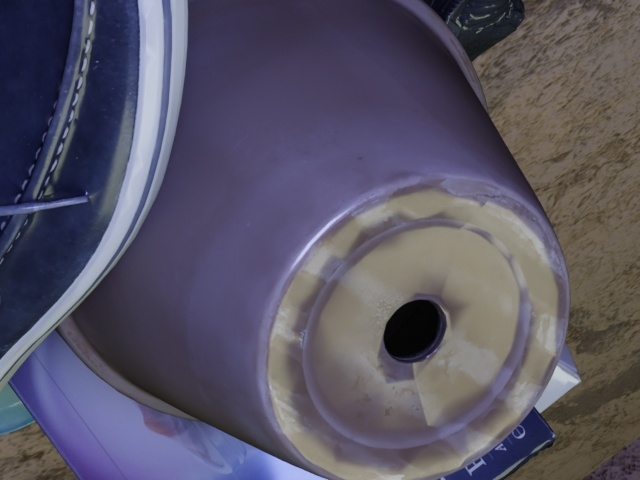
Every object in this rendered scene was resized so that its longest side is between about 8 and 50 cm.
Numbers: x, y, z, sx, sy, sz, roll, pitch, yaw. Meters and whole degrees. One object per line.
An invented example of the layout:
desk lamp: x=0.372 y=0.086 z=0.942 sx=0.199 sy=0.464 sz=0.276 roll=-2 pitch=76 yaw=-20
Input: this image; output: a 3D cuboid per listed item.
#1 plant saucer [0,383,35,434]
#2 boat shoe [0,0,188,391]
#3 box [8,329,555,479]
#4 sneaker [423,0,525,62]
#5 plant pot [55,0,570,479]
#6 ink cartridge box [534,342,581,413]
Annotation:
plant saucer: x=-0.244 y=0.117 z=1.586 sx=0.119 sy=0.021 sz=0.119 roll=-28 pitch=156 yaw=-13
boat shoe: x=-0.229 y=-0.017 z=1.108 sx=0.156 sy=0.187 sz=0.500 roll=-4 pitch=141 yaw=-44
box: x=-0.032 y=0.122 z=1.450 sx=0.294 sy=0.296 sz=0.183 roll=-38 pitch=172 yaw=-2
sneaker: x=0.121 y=-0.181 z=1.433 sx=0.089 sy=0.051 sz=0.170 roll=-9 pitch=153 yaw=-45
plant pot: x=0.000 y=0.000 z=1.164 sx=0.323 sy=0.280 sz=0.323 roll=-9 pitch=113 yaw=-21
ink cartridge box: x=0.045 y=0.100 z=1.735 sx=0.130 sy=0.272 sz=0.309 roll=34 pitch=114 yaw=-33
